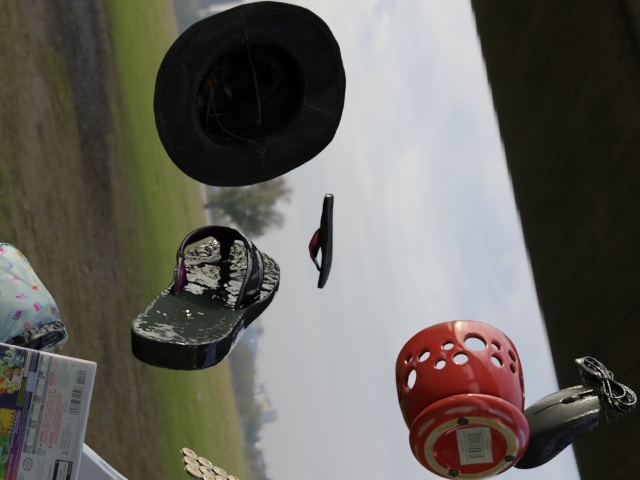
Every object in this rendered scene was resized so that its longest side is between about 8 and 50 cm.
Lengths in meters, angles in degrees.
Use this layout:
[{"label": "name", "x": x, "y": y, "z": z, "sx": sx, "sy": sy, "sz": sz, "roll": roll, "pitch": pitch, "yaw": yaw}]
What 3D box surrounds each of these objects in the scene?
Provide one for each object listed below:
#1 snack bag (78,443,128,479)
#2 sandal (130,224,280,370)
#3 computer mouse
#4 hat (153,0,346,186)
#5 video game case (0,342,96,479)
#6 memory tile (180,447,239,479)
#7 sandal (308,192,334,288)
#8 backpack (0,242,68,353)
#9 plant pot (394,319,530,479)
[{"label": "snack bag", "x": -0.514, "y": 0.431, "z": 1.507, "sx": 0.323, "sy": 0.342, "sz": 0.037, "roll": 51, "pitch": -11, "yaw": -23}, {"label": "sandal", "x": -0.149, "y": 0.053, "z": 1.348, "sx": 0.446, "sy": 0.167, "sz": 0.107, "roll": -76, "pitch": 171, "yaw": -73}, {"label": "computer mouse", "x": 0.464, "y": 0.338, "z": 1.831, "sx": 0.072, "sy": 0.272, "sz": 0.188, "roll": 49, "pitch": 5, "yaw": -22}, {"label": "hat", "x": -0.127, "y": -0.248, "z": 1.539, "sx": 0.134, "sy": 0.331, "sz": 0.331, "roll": -136, "pitch": -144, "yaw": -57}, {"label": "video game case", "x": -0.389, "y": 0.237, "z": 1.188, "sx": 0.023, "sy": 0.183, "sz": 0.201, "roll": -23, "pitch": -124, "yaw": 53}, {"label": "memory tile", "x": -0.200, "y": 0.449, "z": 1.769, "sx": 0.012, "sy": 0.148, "sz": 0.113, "roll": -54, "pitch": -163, "yaw": 2}, {"label": "sandal", "x": 0.000, "y": 0.000, "z": 1.740, "sx": 0.067, "sy": 0.040, "sz": 0.179, "roll": -32, "pitch": 125, "yaw": -78}, {"label": "backpack", "x": -0.465, "y": 0.097, "z": 1.365, "sx": 0.182, "sy": 0.115, "sz": 0.152, "roll": 55, "pitch": 34, "yaw": 8}, {"label": "plant pot", "x": 0.205, "y": 0.239, "z": 1.358, "sx": 0.174, "sy": 0.191, "sz": 0.191, "roll": -85, "pitch": 173, "yaw": -54}]
